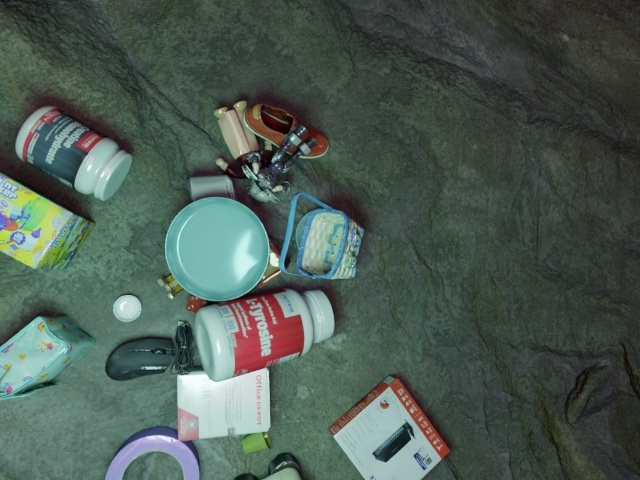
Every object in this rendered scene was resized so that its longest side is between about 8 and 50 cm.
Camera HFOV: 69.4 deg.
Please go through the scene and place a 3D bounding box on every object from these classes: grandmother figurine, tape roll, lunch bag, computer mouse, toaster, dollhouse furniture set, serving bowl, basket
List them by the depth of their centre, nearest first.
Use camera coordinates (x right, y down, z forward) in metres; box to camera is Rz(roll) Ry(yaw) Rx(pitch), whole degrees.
[{"bbox_3d":[-0.819,0.350,1.321,0.160,0.223,0.262,45,78,0],"label":"lunch bag"},{"bbox_3d":[-0.538,0.348,1.435,0.271,0.072,0.189,-12,46,-7],"label":"computer mouse"},{"bbox_3d":[-0.517,0.733,1.440,0.274,0.090,0.275,1,86,-15],"label":"tape roll"},{"bbox_3d":[-0.617,0.217,1.482,0.083,0.027,0.084,1,85,-14],"label":"serving bowl"},{"bbox_3d":[0.000,0.000,1.499,0.288,0.201,0.255,16,83,-39],"label":"basket"},{"bbox_3d":[-0.345,-0.110,1.507,0.146,0.129,0.227,-11,80,-5],"label":"toaster"},{"bbox_3d":[-0.309,0.102,1.528,0.374,0.152,0.201,-33,95,3],"label":"dollhouse furniture set"},{"bbox_3d":[-0.252,-0.288,1.574,0.207,0.104,0.343,-24,90,-6],"label":"grandmother figurine"}]

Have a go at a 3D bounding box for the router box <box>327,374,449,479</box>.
[{"bbox_3d":[0.244,0.707,1.636,0.301,0.082,0.336,-37,96,-14],"label":"router box"}]

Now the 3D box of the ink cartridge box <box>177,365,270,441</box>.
[{"bbox_3d":[-0.312,0.512,1.492,0.282,0.117,0.208,-1,86,-14],"label":"ink cartridge box"}]

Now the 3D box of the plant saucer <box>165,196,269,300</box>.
[{"bbox_3d":[-0.313,0.026,1.421,0.317,0.044,0.318,0,96,1],"label":"plant saucer"}]

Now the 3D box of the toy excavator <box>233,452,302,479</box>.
[{"bbox_3d":[-0.176,0.992,1.462,0.432,0.222,0.446,-22,100,-13],"label":"toy excavator"}]

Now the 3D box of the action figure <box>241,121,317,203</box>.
[{"bbox_3d":[-0.135,-0.247,1.513,0.285,0.099,0.185,-46,122,-5],"label":"action figure"}]

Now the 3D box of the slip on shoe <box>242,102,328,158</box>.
[{"bbox_3d":[-0.104,-0.372,1.583,0.331,0.101,0.123,20,71,-32],"label":"slip on shoe"}]

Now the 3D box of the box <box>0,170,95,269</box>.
[{"bbox_3d":[-0.848,-0.064,1.314,0.289,0.279,0.177,31,79,-10],"label":"box"}]

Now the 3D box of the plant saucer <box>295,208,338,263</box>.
[{"bbox_3d":[0.004,-0.013,1.649,0.194,0.037,0.195,1,85,-14],"label":"plant saucer"}]

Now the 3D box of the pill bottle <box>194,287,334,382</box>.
[{"bbox_3d":[-0.170,0.281,1.466,0.407,0.229,0.229,-10,89,-29],"label":"pill bottle"}]

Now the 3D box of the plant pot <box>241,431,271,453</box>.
[{"bbox_3d":[-0.216,0.666,1.532,0.079,0.083,0.084,-22,92,-2],"label":"plant pot"}]

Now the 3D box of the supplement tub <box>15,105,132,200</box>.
[{"bbox_3d":[-0.738,-0.260,1.400,0.272,0.191,0.191,30,80,-10],"label":"supplement tub"}]
